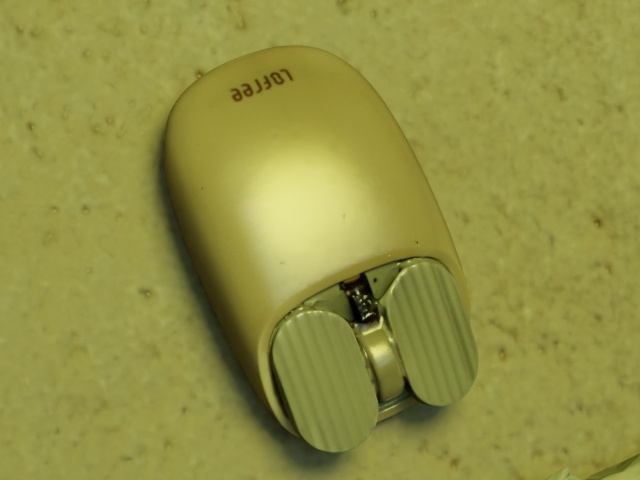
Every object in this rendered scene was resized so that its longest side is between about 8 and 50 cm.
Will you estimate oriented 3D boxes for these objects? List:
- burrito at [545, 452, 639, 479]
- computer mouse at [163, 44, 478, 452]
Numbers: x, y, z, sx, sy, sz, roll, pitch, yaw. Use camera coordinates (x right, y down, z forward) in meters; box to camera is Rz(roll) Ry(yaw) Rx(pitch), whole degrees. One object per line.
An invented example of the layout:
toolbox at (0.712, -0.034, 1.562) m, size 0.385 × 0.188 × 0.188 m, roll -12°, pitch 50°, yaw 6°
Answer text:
burrito at (0.217, 0.145, 1.100) m, size 0.203 × 0.064 × 0.064 m, roll -15°, pitch 86°, yaw -15°
computer mouse at (0.000, 0.000, 1.062) m, size 0.145 × 0.082 × 0.236 m, roll -21°, pitch 86°, yaw -15°
